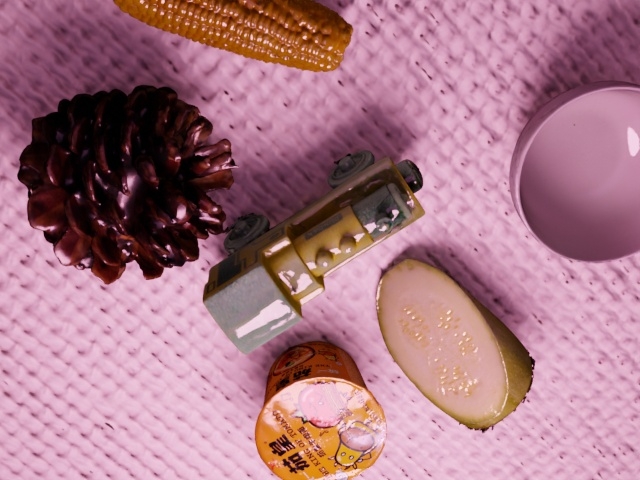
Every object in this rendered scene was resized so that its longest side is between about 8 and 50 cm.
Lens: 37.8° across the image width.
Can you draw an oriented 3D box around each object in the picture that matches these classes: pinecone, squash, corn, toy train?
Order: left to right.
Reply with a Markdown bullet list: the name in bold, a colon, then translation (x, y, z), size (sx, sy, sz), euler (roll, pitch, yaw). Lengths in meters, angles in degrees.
- **pinecone**: translation (-0.265, -0.083, 1.357), size (0.296, 0.242, 0.298), euler (-20, 107, 5)
- **corn**: translation (-0.129, -0.331, 1.337), size (0.363, 0.120, 0.120), euler (14, 111, -13)
- **toy train**: translation (0.000, 0.000, 1.422), size (0.369, 0.237, 0.150), euler (-33, 110, 8)
- **squash**: translation (0.205, 0.175, 1.544), size (0.260, 0.189, 0.189), euler (39, 104, -23)

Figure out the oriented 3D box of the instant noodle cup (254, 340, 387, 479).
- **instant noodle cup**: translation (-0.005, 0.280, 1.573), size (0.216, 0.172, 0.215), euler (-2, 113, -4)

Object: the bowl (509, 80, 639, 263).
- **bowl**: translation (0.427, -0.119, 1.465), size (0.287, 0.143, 0.286), euler (-2, 112, -4)
